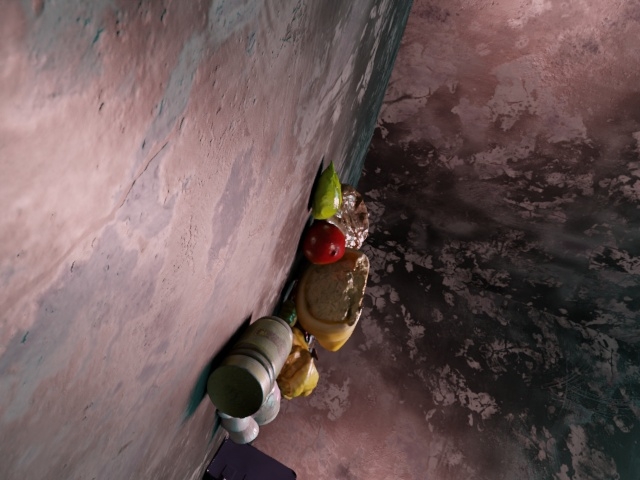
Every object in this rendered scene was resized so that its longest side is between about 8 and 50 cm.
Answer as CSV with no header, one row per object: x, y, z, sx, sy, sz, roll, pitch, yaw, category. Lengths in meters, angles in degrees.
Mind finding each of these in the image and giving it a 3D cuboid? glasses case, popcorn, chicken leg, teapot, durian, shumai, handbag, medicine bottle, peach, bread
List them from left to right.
-0.269,0.914,1.742,0.118,0.326,0.269,-64,174,16,handbag
-0.182,0.336,1.300,0.322,0.151,0.151,-53,163,-72,medicine bottle
-0.216,0.541,1.701,0.221,0.164,0.178,-65,169,-50,teapot
-0.154,0.336,2.030,0.157,0.083,0.094,-67,160,2,bread
-0.136,0.493,1.883,0.316,0.281,0.297,65,2,-70,popcorn
-0.089,0.289,2.149,0.096,0.158,0.406,45,34,-48,chicken leg
-0.075,0.130,2.134,0.102,0.070,0.193,-36,-157,43,glasses case
0.016,0.014,1.883,0.197,0.198,0.197,21,90,-85,peach
0.018,-0.168,1.715,0.250,0.101,0.139,104,-27,-51,durian
0.061,-0.092,2.162,0.283,0.217,0.345,-9,92,-41,shumai
0.082,0.233,1.945,0.245,0.329,0.423,48,45,-39,bread

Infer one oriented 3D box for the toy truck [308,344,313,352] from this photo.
-0.119,0.504,2.226,0.162,0.136,0.305,-44,-168,35,toy truck

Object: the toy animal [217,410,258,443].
-0.290,0.563,1.538,0.104,0.131,0.220,-31,126,-26,toy animal
